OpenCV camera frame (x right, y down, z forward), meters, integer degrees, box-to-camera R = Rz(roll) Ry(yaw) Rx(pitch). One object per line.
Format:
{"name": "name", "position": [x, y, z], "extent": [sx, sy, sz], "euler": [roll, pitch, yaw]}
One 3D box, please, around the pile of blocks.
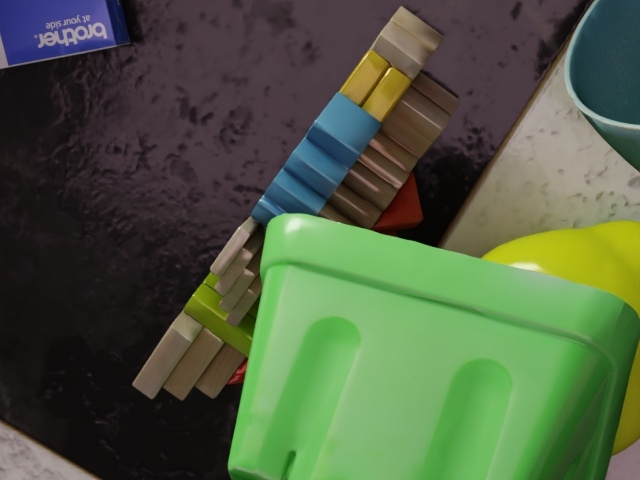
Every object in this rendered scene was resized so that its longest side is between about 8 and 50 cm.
{"name": "pile of blocks", "position": [0.000, 0.000, 0.847], "extent": [0.112, 0.149, 0.362], "euler": [35, 103, -2]}

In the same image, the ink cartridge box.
{"name": "ink cartridge box", "position": [-0.269, -0.189, 0.889], "extent": [0.207, 0.046, 0.097], "euler": [-9, 102, 8]}

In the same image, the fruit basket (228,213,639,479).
{"name": "fruit basket", "position": [0.117, 0.108, 0.801], "extent": [0.283, 0.392, 0.392], "euler": [15, 104, 18]}

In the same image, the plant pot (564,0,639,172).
{"name": "plant pot", "position": [0.342, -0.107, 0.740], "extent": [0.290, 0.290, 0.195], "euler": [-35, 117, 12]}
